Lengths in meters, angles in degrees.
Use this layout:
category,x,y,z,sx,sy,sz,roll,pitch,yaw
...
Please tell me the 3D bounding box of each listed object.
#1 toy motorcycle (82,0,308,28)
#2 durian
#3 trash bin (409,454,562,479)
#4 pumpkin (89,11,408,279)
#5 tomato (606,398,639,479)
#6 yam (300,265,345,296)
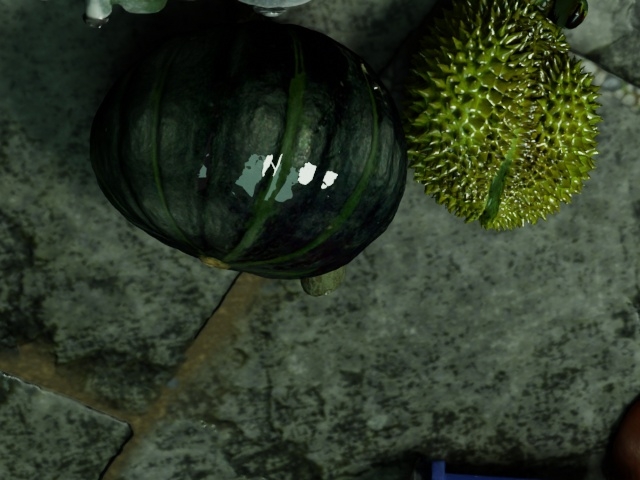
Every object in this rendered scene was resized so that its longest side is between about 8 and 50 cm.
category,x,y,z,sx,sy,sz,roll,pitch,yaw
toy motorcycle,-0.132,-0.261,1.353,0.275,0.127,0.205,4,124,-2
durian,0.134,-0.105,1.477,0.159,0.146,0.198,-17,103,-15
trash bin,0.191,0.293,1.721,0.235,0.184,0.162,-2,126,6
pumpkin,-0.055,-0.077,1.433,0.250,0.216,0.250,-1,160,0
tomato,0.452,0.229,1.757,0.338,0.143,0.338,-5,126,-7
yam,0.000,0.000,1.595,0.043,0.043,0.094,-8,127,-2
